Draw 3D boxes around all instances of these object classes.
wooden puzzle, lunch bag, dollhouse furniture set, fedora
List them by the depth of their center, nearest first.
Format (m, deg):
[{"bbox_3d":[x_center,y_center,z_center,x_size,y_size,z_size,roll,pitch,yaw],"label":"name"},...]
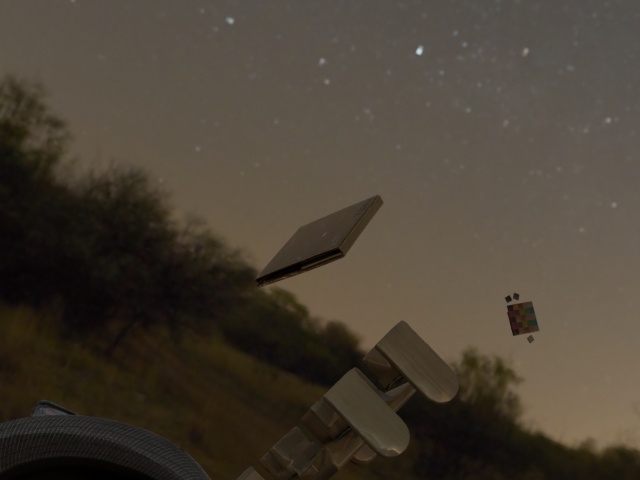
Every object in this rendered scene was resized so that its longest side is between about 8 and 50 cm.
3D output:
[{"bbox_3d":[-0.198,0.271,0.900,0.275,0.243,0.124,6,-13,-4],"label":"fedora"},{"bbox_3d":[-0.402,0.276,1.648,0.071,0.053,0.083,26,-9,-15],"label":"lunch bag"},{"bbox_3d":[0.321,0.123,1.735,0.049,0.083,0.006,-7,-11,-27],"label":"wooden puzzle"},{"bbox_3d":[0.043,0.392,1.760,0.256,0.394,0.362,46,-33,6],"label":"dollhouse furniture set"}]

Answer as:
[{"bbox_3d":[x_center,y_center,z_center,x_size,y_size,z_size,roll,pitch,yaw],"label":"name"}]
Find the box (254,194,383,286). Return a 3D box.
[{"bbox_3d":[0.000,0.000,1.733,0.164,0.201,0.021,-22,-74,30],"label":"box"}]
